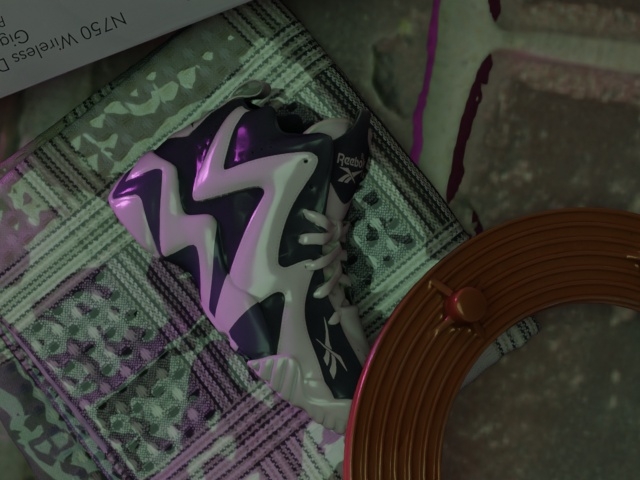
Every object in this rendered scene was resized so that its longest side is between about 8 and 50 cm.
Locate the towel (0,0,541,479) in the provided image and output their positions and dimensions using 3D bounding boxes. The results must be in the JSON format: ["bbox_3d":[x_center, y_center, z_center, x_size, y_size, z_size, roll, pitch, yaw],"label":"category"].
[{"bbox_3d":[-0.077,0.036,1.161,0.324,0.056,0.312,-38,86,5],"label":"towel"}]

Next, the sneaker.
[{"bbox_3d":[0.000,0.000,1.089,0.153,0.094,0.235,-47,73,10],"label":"sneaker"}]

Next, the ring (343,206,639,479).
[{"bbox_3d":[0.176,0.143,1.074,0.336,0.032,0.337,4,77,-18],"label":"ring"}]

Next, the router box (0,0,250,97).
[{"bbox_3d":[-0.156,-0.266,1.082,0.335,0.082,0.301,-21,117,9],"label":"router box"}]
